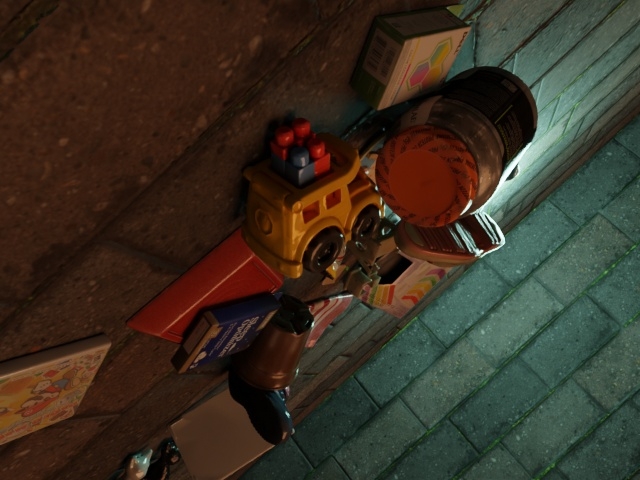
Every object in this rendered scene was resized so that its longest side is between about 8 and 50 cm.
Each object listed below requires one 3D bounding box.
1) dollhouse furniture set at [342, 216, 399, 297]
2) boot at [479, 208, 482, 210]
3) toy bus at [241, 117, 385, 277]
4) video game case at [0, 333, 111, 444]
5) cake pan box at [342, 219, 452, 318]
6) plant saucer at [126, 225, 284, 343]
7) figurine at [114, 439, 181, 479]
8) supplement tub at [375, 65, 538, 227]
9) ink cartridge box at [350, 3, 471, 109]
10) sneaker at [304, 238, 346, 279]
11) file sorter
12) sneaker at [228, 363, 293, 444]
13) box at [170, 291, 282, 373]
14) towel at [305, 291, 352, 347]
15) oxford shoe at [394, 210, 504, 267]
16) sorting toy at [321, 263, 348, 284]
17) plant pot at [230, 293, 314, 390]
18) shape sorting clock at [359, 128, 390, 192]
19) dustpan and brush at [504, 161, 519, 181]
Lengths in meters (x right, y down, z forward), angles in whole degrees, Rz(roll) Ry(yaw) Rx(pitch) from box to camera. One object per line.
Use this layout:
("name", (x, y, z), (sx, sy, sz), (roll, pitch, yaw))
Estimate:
("dollhouse furniture set", (0.129, 0.024, 1.233), (0.181, 0.101, 0.161), (-20, 140, -45))
("boot", (0.306, -0.113, 1.236), (0.228, 0.091, 0.263), (-22, 149, -29))
("toy bus", (-0.007, -0.087, 0.775), (0.220, 0.149, 0.212), (-31, 141, -32))
("video game case", (-0.444, 0.237, 0.761), (0.227, 0.026, 0.206), (-12, 144, -54))
("cake pan box", (0.225, 0.088, 1.484), (0.246, 0.070, 0.266), (-48, 133, 12))
("plant saucer", (-0.181, 0.106, 0.947), (0.258, 0.048, 0.259), (-40, 159, -5))
("figurine", (-0.486, 0.639, 1.420), (0.209, 0.092, 0.215), (-55, 156, 12))
("supplement tub", (0.227, -0.159, 0.860), (0.316, 0.193, 0.194), (-41, 165, -45))
("ink cartridge box", (0.149, -0.273, 0.762), (0.209, 0.062, 0.109), (-27, 154, -37))
("sneaker", (0.000, 0.000, 1.037), (0.093, 0.088, 0.225), (-60, 162, -12))
("file sorter", (-0.238, 0.526, 1.436), (0.277, 0.193, 0.173), (-29, 160, -14))
("sneaker", (-0.116, 0.372, 1.247), (0.131, 0.319, 0.112), (1, 103, -29))
("box", (-0.163, 0.170, 0.990), (0.136, 0.036, 0.225), (-52, 158, 26))
("towel", (-0.055, 0.254, 1.480), (0.237, 0.037, 0.329), (-53, 157, 24))
("oxford shoe", (0.283, 0.016, 1.203), (0.396, 0.141, 0.146), (2, 145, -46))
("sorting toy", (0.041, 0.086, 1.349), (0.083, 0.012, 0.062), (-4, 133, -54))
("plant pot", (-0.101, 0.221, 1.175), (0.167, 0.167, 0.165), (-17, 141, -48))
("shape sorting clock", (0.132, -0.147, 1.012), (0.206, 0.040, 0.206), (-36, 158, -17))
("dustpan and brush", (0.538, -0.226, 1.535), (0.147, 0.060, 0.211), (-13, -165, 48))
